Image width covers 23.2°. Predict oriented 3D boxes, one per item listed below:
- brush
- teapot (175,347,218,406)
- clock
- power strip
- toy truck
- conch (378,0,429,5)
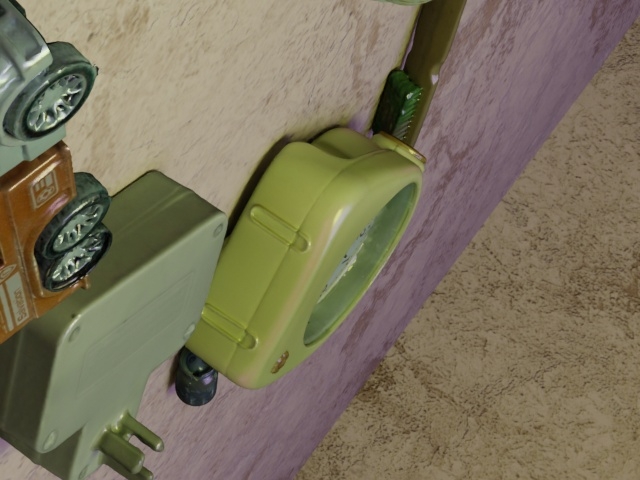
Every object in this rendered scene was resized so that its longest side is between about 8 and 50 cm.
[{"bbox_3d":[0.111,-0.203,1.813,0.048,0.054,0.282,-24,151,-30],"label":"brush"},{"bbox_3d":[-0.137,0.150,1.789,0.063,0.049,0.083,-48,165,-31],"label":"teapot"},{"bbox_3d":[0.000,0.000,1.767,0.286,0.117,0.348,-62,167,24],"label":"clock"},{"bbox_3d":[-0.180,0.104,1.334,0.229,0.141,0.261,-40,157,-48],"label":"power strip"},{"bbox_3d":[-0.219,-0.035,0.846,0.162,0.136,0.305,-41,165,-20],"label":"toy truck"},{"bbox_3d":[0.061,-0.259,1.373,0.135,0.102,0.153,-23,170,-2],"label":"conch"}]
